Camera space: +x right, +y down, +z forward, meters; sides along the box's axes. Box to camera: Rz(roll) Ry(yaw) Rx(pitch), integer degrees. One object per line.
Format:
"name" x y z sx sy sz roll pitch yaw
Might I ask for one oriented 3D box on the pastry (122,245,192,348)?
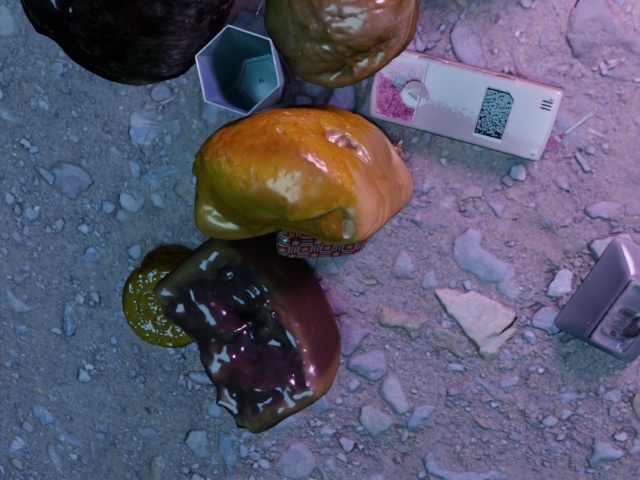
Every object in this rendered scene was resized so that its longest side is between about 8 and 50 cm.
"pastry" -0.345 0.142 1.677 0.235 0.132 0.239 9 118 14

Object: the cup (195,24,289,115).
"cup" -0.120 -0.295 1.277 0.148 0.235 0.134 23 101 4

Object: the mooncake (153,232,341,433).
"mooncake" -0.144 0.184 1.485 0.246 0.393 0.393 -32 143 31

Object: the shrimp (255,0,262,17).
"shrimp" -0.033 -0.518 1.128 0.145 0.116 0.342 31 93 18

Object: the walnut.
"walnut" 0.033 -0.394 1.241 0.283 0.227 0.282 -7 75 28

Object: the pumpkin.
"pumpkin" -0.304 -0.485 1.199 0.344 0.454 0.454 15 126 -32

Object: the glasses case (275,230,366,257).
"glasses case" 0.000 0.000 1.508 0.195 0.049 0.073 -1 144 -17

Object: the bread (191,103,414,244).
"bread" -0.039 -0.129 1.321 0.361 0.394 0.250 2 100 20

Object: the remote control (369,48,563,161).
"remote control" 0.264 -0.259 1.336 0.344 0.050 0.145 18 119 9

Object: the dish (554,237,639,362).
"dish" 0.603 0.137 1.409 0.182 0.080 0.243 26 121 3

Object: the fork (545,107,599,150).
"fork" 0.467 -0.208 1.322 0.016 0.012 0.115 44 115 -11
